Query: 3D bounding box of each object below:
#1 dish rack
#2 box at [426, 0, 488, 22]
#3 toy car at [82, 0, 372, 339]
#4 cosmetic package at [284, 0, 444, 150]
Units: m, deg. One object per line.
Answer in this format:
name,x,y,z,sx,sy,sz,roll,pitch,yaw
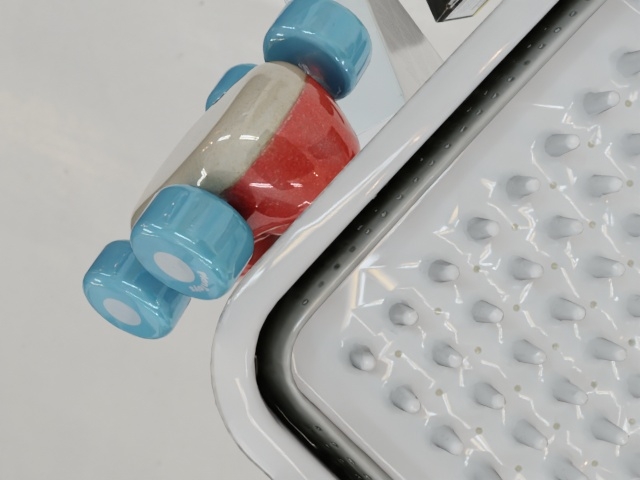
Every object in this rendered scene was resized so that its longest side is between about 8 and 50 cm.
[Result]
dish rack,0.147,0.059,0.523,0.333,0.072,0.285,44,85,-9
box,0.183,-0.504,1.703,0.322,0.079,0.257,68,155,11
toy car,0.000,0.000,0.867,0.238,0.219,0.210,37,149,-11
cosmetic package,0.096,-0.156,1.431,0.097,0.377,0.284,-29,57,14
